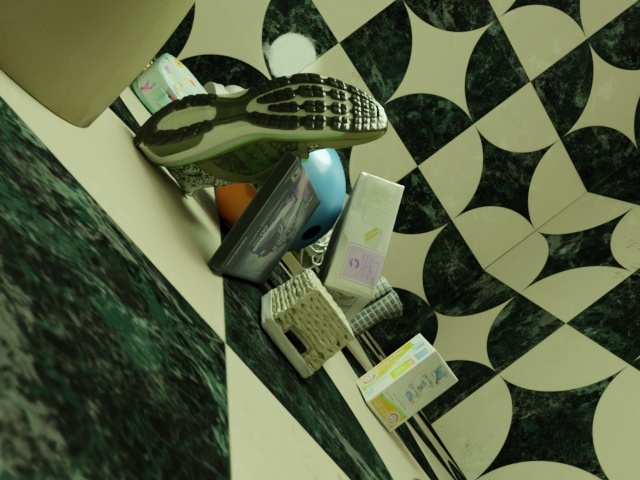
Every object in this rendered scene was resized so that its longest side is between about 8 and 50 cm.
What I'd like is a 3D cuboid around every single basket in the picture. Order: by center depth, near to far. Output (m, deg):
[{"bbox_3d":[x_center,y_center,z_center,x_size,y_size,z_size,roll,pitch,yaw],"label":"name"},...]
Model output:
[{"bbox_3d":[-0.024,0.123,0.842,0.113,0.103,0.167,54,-1,-11],"label":"basket"}]

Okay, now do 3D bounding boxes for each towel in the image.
[{"bbox_3d":[0.140,0.229,1.634,0.121,0.235,0.283,57,2,14],"label":"towel"}]

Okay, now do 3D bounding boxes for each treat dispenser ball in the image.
[{"bbox_3d":[-0.089,-0.118,1.147,0.288,0.288,0.288,53,0,0],"label":"treat dispenser ball"}]

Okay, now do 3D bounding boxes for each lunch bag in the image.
[{"bbox_3d":[-0.358,-0.341,1.358,0.279,0.108,0.224,50,17,-27],"label":"lunch bag"}]

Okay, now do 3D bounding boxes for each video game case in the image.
[{"bbox_3d":[-0.078,-0.021,0.861,0.026,0.196,0.274,34,-3,11],"label":"video game case"}]

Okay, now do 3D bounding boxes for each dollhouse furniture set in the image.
[{"bbox_3d":[-0.122,-0.054,1.695,0.301,0.151,0.197,53,0,-24],"label":"dollhouse furniture set"}]

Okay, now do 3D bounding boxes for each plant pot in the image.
[{"bbox_3d":[-0.251,-0.317,0.599,0.256,0.274,0.256,52,0,0],"label":"plant pot"}]

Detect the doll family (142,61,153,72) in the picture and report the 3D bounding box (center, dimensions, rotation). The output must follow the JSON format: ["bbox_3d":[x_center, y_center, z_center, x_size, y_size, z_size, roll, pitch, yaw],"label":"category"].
[{"bbox_3d":[-0.561,-0.563,1.568,0.193,0.076,0.111,48,5,-10],"label":"doll family"}]

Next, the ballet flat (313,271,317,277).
[{"bbox_3d":[-0.039,0.153,2.053,0.173,0.057,0.049,-121,-145,-79],"label":"ballet flat"}]

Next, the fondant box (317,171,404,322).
[{"bbox_3d":[0.060,0.041,1.099,0.096,0.238,0.330,19,-22,-1],"label":"fondant box"}]

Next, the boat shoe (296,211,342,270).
[{"bbox_3d":[-0.009,0.001,1.673,0.367,0.136,0.156,125,-46,-55],"label":"boat shoe"}]

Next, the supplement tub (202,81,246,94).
[{"bbox_3d":[-0.230,-0.348,1.662,0.325,0.235,0.235,14,25,-35],"label":"supplement tub"}]

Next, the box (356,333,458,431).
[{"bbox_3d":[0.203,0.339,1.257,0.103,0.203,0.114,54,-2,-14],"label":"box"}]

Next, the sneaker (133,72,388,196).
[{"bbox_3d":[-0.089,-0.158,0.886,0.182,0.410,0.158,73,17,-49],"label":"sneaker"}]
